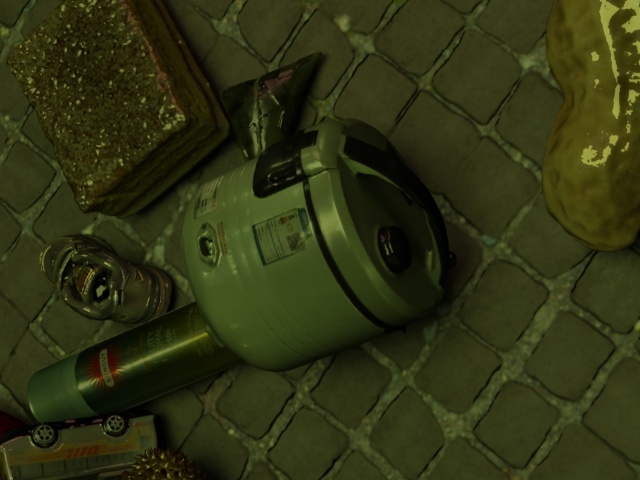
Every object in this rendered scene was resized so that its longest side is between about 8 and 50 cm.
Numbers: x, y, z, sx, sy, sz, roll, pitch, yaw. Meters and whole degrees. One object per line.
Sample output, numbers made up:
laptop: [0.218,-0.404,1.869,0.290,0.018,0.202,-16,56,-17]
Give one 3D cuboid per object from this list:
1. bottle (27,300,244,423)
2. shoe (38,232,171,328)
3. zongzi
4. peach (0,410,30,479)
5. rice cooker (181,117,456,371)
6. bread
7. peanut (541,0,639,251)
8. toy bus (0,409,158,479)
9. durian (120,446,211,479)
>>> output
bottle: [-0.188,0.132,1.677,0.286,0.082,0.082,-24,74,25]
shoe: [-0.257,0.047,1.718,0.180,0.092,0.089,22,95,29]
zongzi: [-0.036,-0.132,1.645,0.119,0.055,0.109,-22,76,13]
peach: [-0.380,0.266,1.733,0.154,0.158,0.267,-47,63,10]
rice cooker: [0.000,0.000,1.517,0.244,0.226,0.226,-22,74,28]
bread: [-0.222,-0.164,1.718,0.184,0.110,0.234,-39,66,23]
peanut: [0.278,-0.142,1.434,0.147,0.147,0.306,0,89,28]
toy bus: [-0.259,0.229,1.661,0.057,0.172,0.072,126,134,-61]
durian: [-0.169,0.309,1.624,0.158,0.137,0.168,-37,81,41]
